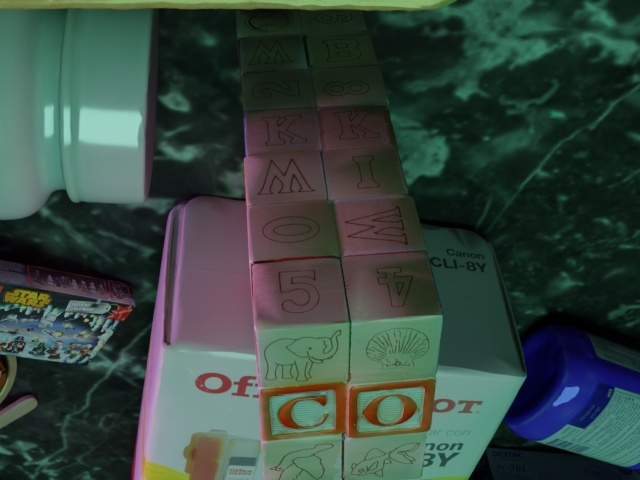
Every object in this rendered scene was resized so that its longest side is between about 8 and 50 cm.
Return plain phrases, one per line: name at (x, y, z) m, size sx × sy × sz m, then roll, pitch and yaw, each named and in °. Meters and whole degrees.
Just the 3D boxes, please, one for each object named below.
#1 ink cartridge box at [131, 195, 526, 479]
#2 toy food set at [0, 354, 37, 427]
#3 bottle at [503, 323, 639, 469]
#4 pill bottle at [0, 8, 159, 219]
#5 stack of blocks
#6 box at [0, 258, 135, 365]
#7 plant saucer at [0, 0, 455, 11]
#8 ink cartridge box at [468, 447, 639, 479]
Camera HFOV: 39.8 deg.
ink cartridge box at (-0.022, 0.168, 0.794) m, size 0.279 × 0.160 × 0.385 m, roll 6°, pitch 132°, yaw -11°
toy food set at (-0.329, 0.130, 0.774) m, size 0.132 × 0.038 × 0.192 m, roll -33°, pitch 135°, yaw -16°
bottle at (0.314, 0.170, 0.880) m, size 0.282 × 0.092 × 0.118 m, roll 19°, pitch 128°, yaw -22°
pill bottle at (-0.243, -0.094, 0.527) m, size 0.283 × 0.161 × 0.161 m, roll 3°, pitch 132°, yaw -8°
stack of blocks at (0.000, 0.000, 0.549) m, size 0.087 × 0.297 × 0.171 m, roll -4°, pitch 132°, yaw -3°
box at (-0.238, 0.062, 0.741) m, size 0.137 × 0.027 × 0.094 m, roll 14°, pitch 131°, yaw -38°
plant saucer at (-0.086, -0.277, 0.392) m, size 0.332 × 0.081 × 0.333 m, roll 0°, pitch 120°, yaw 0°
ink cartridge box at (0.271, 0.289, 1.017) m, size 0.207 × 0.046 × 0.097 m, roll 8°, pitch 133°, yaw -13°
